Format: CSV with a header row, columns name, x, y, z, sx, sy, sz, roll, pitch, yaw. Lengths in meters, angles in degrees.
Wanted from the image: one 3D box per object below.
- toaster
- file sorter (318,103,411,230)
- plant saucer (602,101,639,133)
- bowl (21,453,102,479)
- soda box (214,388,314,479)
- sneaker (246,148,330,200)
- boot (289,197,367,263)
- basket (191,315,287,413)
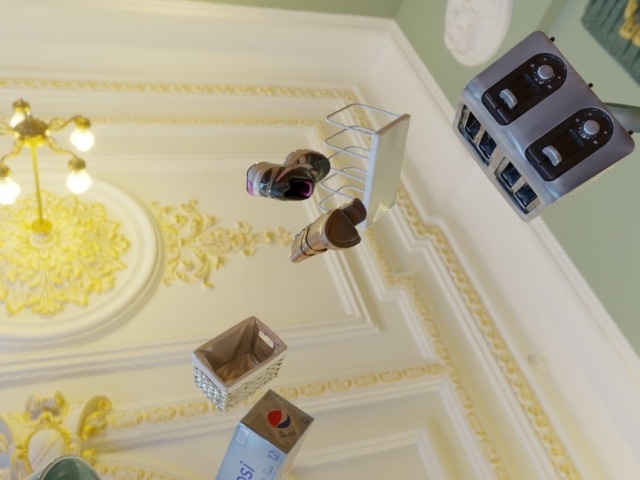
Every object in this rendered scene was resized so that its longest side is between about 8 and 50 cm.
name,x,y,z,sx,sy,sz,roll,pitch,yaw
toaster,0.248,-0.124,0.710,0.110,0.186,0.168,-34,-100,2
file sorter,0.111,-0.209,1.656,0.173,0.277,0.193,22,-144,24
plant saucer,0.572,-0.233,1.137,0.195,0.037,0.195,6,-159,-2
bowl,-0.471,0.533,1.000,0.163,0.311,0.311,-17,-128,1
soda box,-0.111,0.383,0.980,0.091,0.286,0.098,30,-150,13
sneaker,-0.033,-0.091,0.951,0.077,0.072,0.178,25,-146,28
boot,0.000,0.000,1.103,0.073,0.152,0.197,57,-155,-5
basket,-0.165,0.250,1.220,0.113,0.103,0.167,39,-135,26
